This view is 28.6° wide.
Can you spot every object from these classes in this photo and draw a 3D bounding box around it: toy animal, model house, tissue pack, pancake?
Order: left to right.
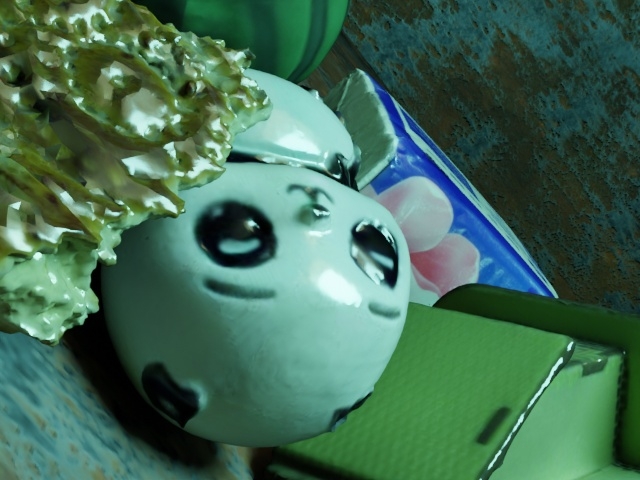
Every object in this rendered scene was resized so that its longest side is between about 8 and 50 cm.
[{"bbox_3d":[-0.120,-0.082,0.474,0.244,0.057,0.266,-7,59,-41],"label":"pancake"},{"bbox_3d":[-0.066,-0.201,0.955,0.338,0.216,0.191,-92,171,-66],"label":"toy animal"},{"bbox_3d":[-0.025,0.009,0.586,0.166,0.138,0.179,9,31,-22],"label":"toy animal"},{"bbox_3d":[0.088,0.003,1.127,0.269,0.137,0.209,44,14,-27],"label":"tissue pack"},{"bbox_3d":[0.051,0.146,0.600,0.278,0.218,0.205,-10,104,-44],"label":"model house"}]
